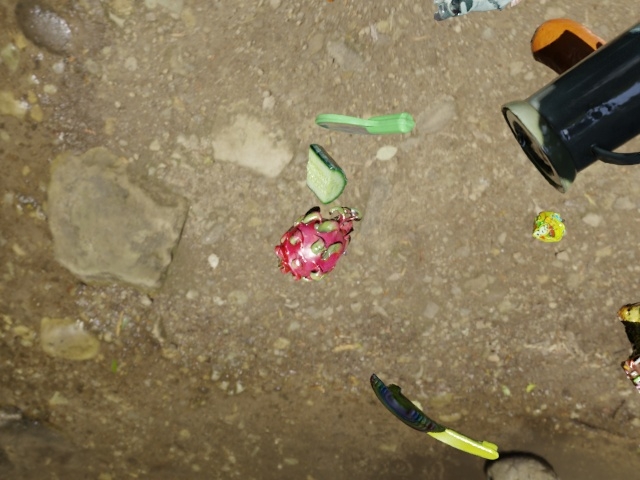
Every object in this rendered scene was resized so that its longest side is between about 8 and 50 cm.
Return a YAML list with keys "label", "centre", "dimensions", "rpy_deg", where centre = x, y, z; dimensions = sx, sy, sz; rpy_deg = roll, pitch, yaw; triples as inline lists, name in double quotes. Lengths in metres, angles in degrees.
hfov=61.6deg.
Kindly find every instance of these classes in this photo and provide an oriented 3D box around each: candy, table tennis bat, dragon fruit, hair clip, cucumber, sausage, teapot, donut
- label: "candy"
  centre: [0.611, -0.044, 1.403]
  dimensions: [0.073, 0.262, 0.077]
  rpy_deg: [-3, 94, 33]
- label: "table tennis bat"
  centre: [0.095, -0.239, 1.116]
  dimensions: [0.160, 0.257, 0.039]
  rpy_deg: [5, 94, -36]
- label: "dragon fruit"
  centre: [-0.010, 0.001, 1.588]
  dimensions: [0.198, 0.273, 0.219]
  rpy_deg: [7, 123, 25]
- label: "hair clip"
  centre: [0.146, 0.244, 0.722]
  dimensions: [0.188, 0.033, 0.060]
  rpy_deg: [27, 152, 21]
- label: "cucumber"
  centre: [0.013, -0.168, 1.351]
  dimensions: [0.062, 0.115, 0.117]
  rpy_deg: [-14, 136, -25]
- label: "sausage"
  centre: [0.634, -0.460, 1.333]
  dimensions: [0.133, 0.258, 0.133]
  rpy_deg: [-22, 146, -16]
- label: "teapot"
  centre: [0.529, -0.242, 0.939]
  dimensions: [0.337, 0.271, 0.200]
  rpy_deg: [-35, 131, 15]
- label: "donut"
  centre: [0.657, 0.217, 0.997]
  dimensions: [0.216, 0.230, 0.096]
  rpy_deg: [43, 133, 2]

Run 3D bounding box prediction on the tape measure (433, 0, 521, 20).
- label: "tape measure"
  centre: [0.353, -0.630, 1.175]
  dimensions: [0.274, 0.257, 0.147]
  rpy_deg: [-16, 159, 11]
